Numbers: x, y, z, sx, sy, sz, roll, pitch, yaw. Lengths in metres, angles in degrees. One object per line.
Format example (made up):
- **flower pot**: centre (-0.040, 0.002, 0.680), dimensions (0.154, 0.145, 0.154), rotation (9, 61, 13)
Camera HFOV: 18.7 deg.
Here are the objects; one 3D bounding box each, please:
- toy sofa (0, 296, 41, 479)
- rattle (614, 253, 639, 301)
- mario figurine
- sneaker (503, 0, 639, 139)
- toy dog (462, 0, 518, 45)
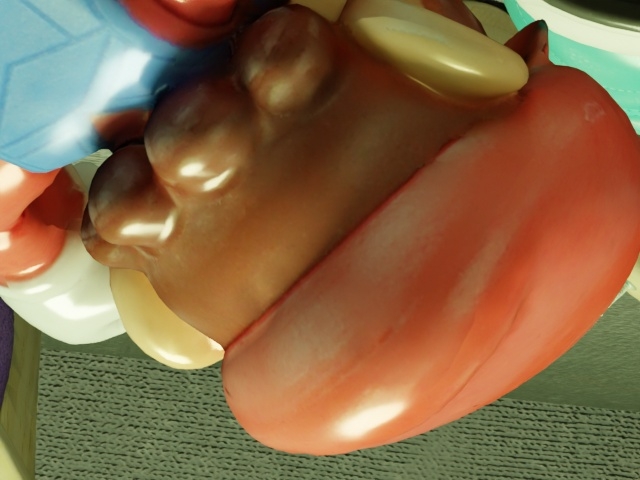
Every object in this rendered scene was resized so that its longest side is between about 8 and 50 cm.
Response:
- **toy sofa**: centre (-0.230, 0.039, 0.983), dimensions (0.150, 0.177, 0.362), rotation (-23, -160, 2)
- **rattle**: centre (0.209, 0.006, 1.040), dimensions (0.200, 0.130, 0.143), rotation (17, 171, 2)
- **mario figurine**: centre (-0.057, -0.074, 0.453), dimensions (0.320, 0.170, 0.198), rotation (33, 168, -21)
- **sneaker**: centre (0.199, -0.052, 0.586), dimensions (0.296, 0.123, 0.178), rotation (12, 167, 12)
- **toy dog**: centre (0.104, 0.003, 0.885), dimensions (0.334, 0.161, 0.220), rotation (8, 171, -14)
